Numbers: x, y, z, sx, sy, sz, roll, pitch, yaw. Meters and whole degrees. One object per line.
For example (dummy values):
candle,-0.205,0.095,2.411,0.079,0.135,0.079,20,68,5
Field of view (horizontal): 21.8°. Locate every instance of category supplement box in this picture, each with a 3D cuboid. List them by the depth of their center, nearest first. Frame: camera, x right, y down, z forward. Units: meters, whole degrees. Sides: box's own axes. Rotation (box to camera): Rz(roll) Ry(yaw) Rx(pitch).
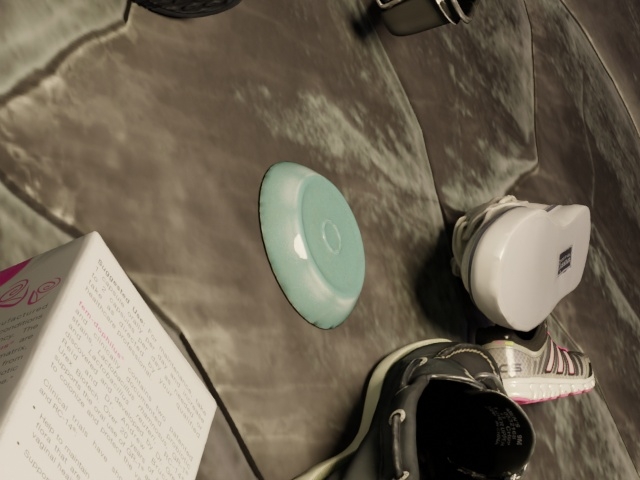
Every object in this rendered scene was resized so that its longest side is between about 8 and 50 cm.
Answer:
supplement box,-0.133,0.111,0.680,0.114,0.111,0.220,57,24,-25

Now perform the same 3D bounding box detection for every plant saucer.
plant saucer,0.000,0.000,1.125,0.119,0.021,0.119,41,39,-45

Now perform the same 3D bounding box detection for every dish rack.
dish rack,0.040,-0.301,1.312,0.271,0.074,0.208,62,20,-16

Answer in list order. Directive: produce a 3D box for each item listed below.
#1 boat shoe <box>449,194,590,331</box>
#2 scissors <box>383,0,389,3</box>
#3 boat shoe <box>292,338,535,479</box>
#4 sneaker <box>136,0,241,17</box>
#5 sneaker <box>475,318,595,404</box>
boat shoe,0.146,0.007,1.320,0.267,0.088,0.096,-26,122,-66
scissors,-0.011,-0.269,1.274,0.297,0.021,0.109,22,55,-56
boat shoe,0.082,0.140,1.090,0.340,0.113,0.127,-26,96,-63
sneaker,-0.112,-0.202,0.990,0.209,0.069,0.082,28,46,-54
sneaker,0.172,0.092,1.344,0.170,0.063,0.075,-2,81,-57
